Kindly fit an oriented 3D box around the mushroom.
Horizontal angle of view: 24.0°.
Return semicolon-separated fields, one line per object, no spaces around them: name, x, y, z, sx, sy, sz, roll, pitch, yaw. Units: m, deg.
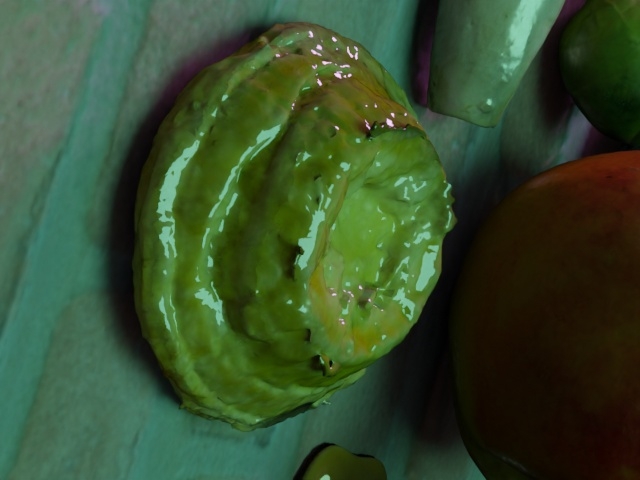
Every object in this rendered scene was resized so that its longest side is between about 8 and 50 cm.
mushroom;0.171;-0.247;1.157;0.351;0.095;0.123;-64;159;-13

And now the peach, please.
peach;0.254;0.076;1.191;0.332;0.307;0.308;-59;139;-26

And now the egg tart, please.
egg tart;0.000;0.000;0.998;0.290;0.115;0.290;-21;119;-46

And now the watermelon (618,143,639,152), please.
watermelon;0.380;-0.055;1.406;0.289;0.320;0.214;-18;153;-29

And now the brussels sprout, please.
brussels sprout;0.272;-0.154;1.287;0.155;0.155;0.117;-48;170;-32

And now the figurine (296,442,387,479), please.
figurine;0.098;0.268;1.085;0.208;0.257;0.181;-48;134;-31
